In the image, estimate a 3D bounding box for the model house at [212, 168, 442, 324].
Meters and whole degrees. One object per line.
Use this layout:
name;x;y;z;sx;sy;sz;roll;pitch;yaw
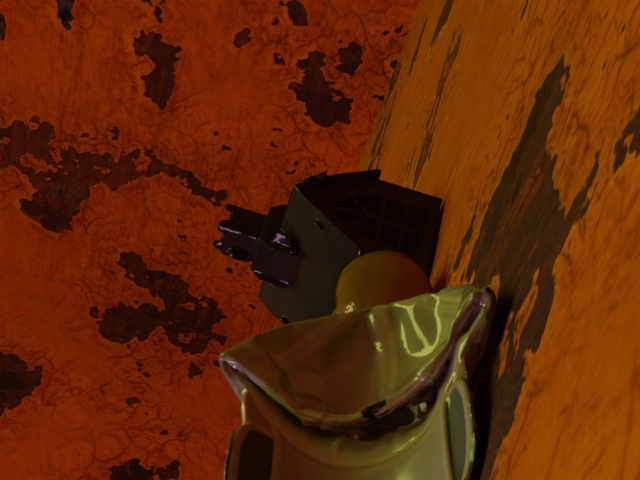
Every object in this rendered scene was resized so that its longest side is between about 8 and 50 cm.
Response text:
model house;0.000;0.000;1.471;0.211;0.243;0.204;110;176;-46

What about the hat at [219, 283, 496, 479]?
hat;0.046;0.148;0.931;0.164;0.219;0.226;29;-129;-67

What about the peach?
peach;0.053;0.099;1.260;0.179;0.103;0.179;18;-90;-89
